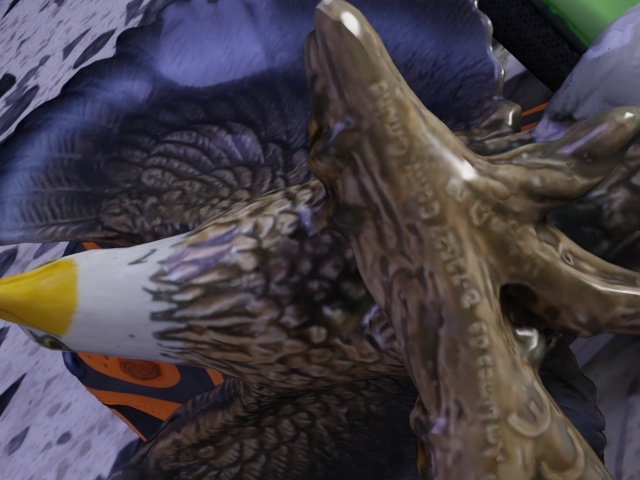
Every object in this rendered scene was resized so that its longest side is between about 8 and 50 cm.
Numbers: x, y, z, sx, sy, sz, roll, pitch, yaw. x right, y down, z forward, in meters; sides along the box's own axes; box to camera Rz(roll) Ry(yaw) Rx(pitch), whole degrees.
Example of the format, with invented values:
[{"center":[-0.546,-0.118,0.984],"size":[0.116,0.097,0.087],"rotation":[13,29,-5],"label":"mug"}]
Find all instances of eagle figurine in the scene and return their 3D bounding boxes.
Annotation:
[{"center":[-0.006,0.018,0.491],"size":[0.226,0.225,0.298],"rotation":[-61,9,-12],"label":"eagle figurine"}]

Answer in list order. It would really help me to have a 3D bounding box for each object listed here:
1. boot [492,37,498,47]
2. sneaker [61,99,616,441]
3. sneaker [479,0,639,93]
[{"center":[0.041,-0.159,1.007],"size":[0.229,0.091,0.263],"rotation":[-31,23,45],"label":"boot"},{"center":[0.000,0.000,0.650],"size":[0.321,0.180,0.125],"rotation":[-38,25,31],"label":"sneaker"},{"center":[0.003,-0.184,0.625],"size":[0.185,0.483,0.202],"rotation":[-37,-26,-28],"label":"sneaker"}]
